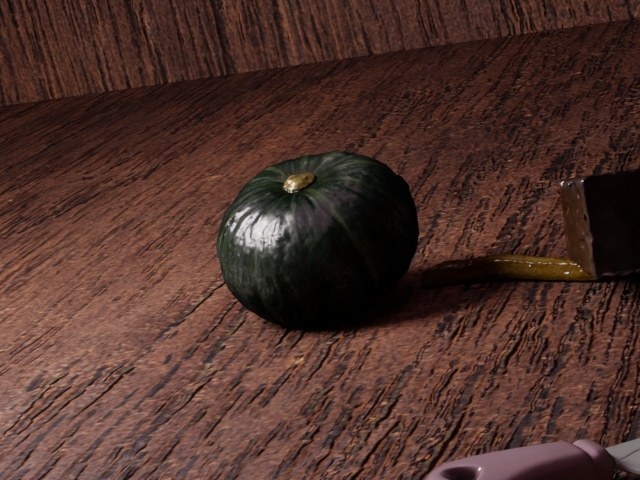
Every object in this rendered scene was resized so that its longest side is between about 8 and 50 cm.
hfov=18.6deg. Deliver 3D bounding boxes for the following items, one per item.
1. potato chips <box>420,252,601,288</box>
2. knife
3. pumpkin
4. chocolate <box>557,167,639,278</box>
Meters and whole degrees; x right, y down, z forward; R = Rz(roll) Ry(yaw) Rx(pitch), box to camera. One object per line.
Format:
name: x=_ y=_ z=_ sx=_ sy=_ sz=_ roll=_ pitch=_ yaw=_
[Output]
potato chips: x=0.196 y=0.030 z=1.953 sx=0.204 sy=0.026 sz=0.037 roll=-2 pitch=21 yaw=31
knife: x=0.231 y=0.151 z=1.399 sx=0.336 sy=0.043 sz=0.081 roll=-13 pitch=19 yaw=-19
pumpkin: x=-0.002 y=0.000 z=1.977 sx=0.212 sy=0.152 sz=0.211 roll=-7 pitch=32 yaw=5
chocolate: x=0.392 y=-0.037 z=1.884 sx=0.321 sy=0.112 sz=0.112 roll=-10 pitch=5 yaw=-10
